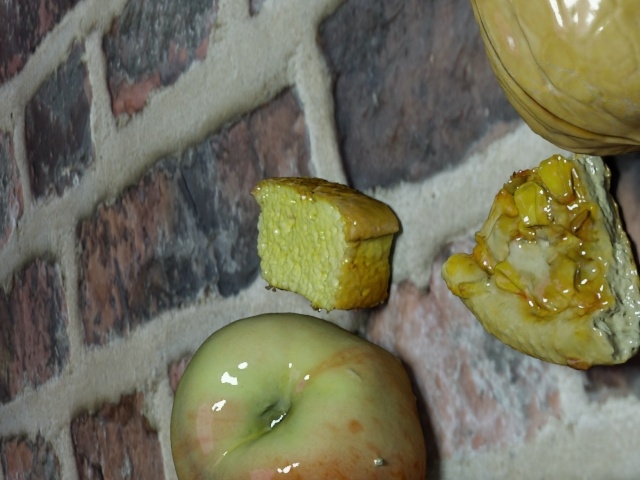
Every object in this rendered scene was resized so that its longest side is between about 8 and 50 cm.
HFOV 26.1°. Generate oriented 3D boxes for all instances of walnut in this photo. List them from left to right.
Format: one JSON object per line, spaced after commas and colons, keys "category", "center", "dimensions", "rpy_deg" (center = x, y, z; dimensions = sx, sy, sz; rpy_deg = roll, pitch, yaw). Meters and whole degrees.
{"category": "walnut", "center": [0.163, -0.149, 0.789], "dimensions": [0.165, 0.165, 0.197], "rpy_deg": [-22, 81, 59]}

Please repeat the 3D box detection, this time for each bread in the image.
{"category": "bread", "center": [0.000, 0.000, 1.190], "dimensions": [0.187, 0.065, 0.103], "rpy_deg": [14, 107, 58]}

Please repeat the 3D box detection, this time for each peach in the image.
{"category": "peach", "center": [-0.012, 0.167, 1.126], "dimensions": [0.232, 0.232, 0.232], "rpy_deg": [11, 102, 60]}

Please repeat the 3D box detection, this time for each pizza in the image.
{"category": "pizza", "center": [0.153, 0.005, 0.920], "dimensions": [0.182, 0.062, 0.161], "rpy_deg": [47, 127, 51]}
